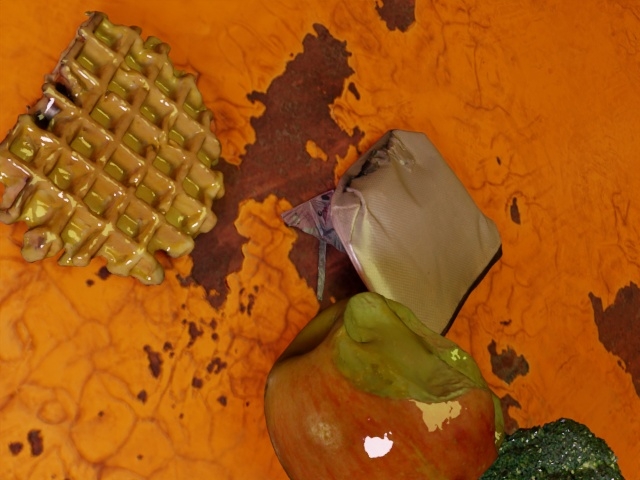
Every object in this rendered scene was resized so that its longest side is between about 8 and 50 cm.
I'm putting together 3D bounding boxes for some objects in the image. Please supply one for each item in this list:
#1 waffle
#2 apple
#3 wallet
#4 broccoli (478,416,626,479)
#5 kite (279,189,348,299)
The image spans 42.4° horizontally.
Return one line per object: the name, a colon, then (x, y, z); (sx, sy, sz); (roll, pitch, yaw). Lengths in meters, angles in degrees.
waffle: (-0.219, -0.101, 0.860); (0.283, 0.065, 0.309); (-12, 80, -42)
apple: (0.065, 0.171, 0.871); (0.226, 0.246, 0.246); (53, 49, 0)
wallet: (0.130, -0.001, 1.112); (0.274, 0.068, 0.335); (58, 42, -12)
broccoli: (0.243, 0.348, 0.961); (0.307, 0.308, 0.275); (65, 14, 0)
kite: (0.000, 0.000, 1.039); (0.137, 0.005, 0.152); (29, 57, -30)
